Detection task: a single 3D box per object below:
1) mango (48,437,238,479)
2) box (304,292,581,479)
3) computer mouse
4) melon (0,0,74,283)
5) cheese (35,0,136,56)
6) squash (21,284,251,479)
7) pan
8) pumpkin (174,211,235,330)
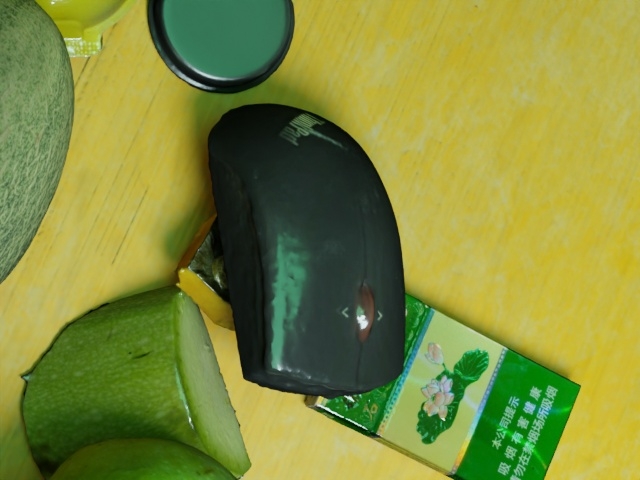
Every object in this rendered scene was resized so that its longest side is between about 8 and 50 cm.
[{"bbox_3d":[-0.137,0.324,1.433,0.225,0.201,0.382,16,48,-18],"label":"mango"},{"bbox_3d":[0.114,0.141,1.702,0.235,0.034,0.132,28,77,-16],"label":"box"},{"bbox_3d":[0.000,0.000,1.594,0.170,0.100,0.269,4,69,-41],"label":"computer mouse"},{"bbox_3d":[-0.327,-0.066,1.446,0.248,0.248,0.329,37,72,-14],"label":"melon"},{"bbox_3d":[-0.231,-0.287,1.591,0.177,0.069,0.270,-6,85,-21],"label":"cheese"},{"bbox_3d":[-0.152,0.145,1.577,0.184,0.085,0.192,-20,91,-21],"label":"squash"},{"bbox_3d":[-0.062,-0.241,1.671,0.136,0.028,0.235,33,75,-15],"label":"pan"},{"bbox_3d":[-0.082,0.025,1.615,0.074,0.054,0.083,44,45,-18],"label":"pumpkin"}]
